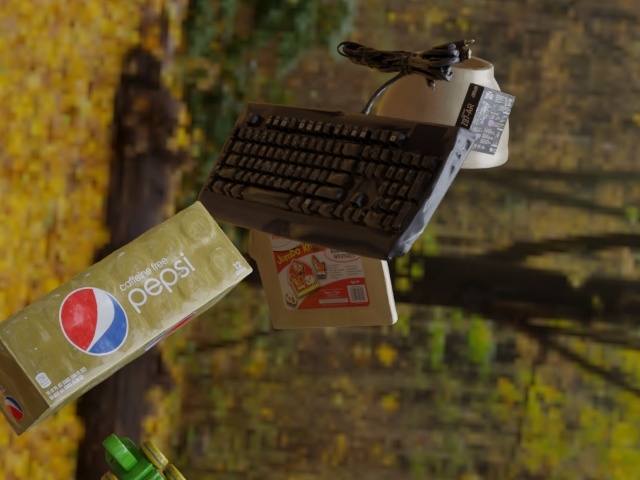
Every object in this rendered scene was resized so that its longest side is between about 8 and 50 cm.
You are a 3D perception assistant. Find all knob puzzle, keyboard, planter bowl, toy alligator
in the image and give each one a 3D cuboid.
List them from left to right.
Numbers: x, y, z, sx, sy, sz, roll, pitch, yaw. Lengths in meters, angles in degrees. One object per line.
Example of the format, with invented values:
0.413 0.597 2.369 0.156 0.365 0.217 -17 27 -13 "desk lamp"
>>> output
-0.148 0.231 1.527 0.189 0.056 0.051 54 -9 -34 "toy alligator"
0.000 0.000 1.867 0.030 0.213 0.213 -24 125 -50 "knob puzzle"
0.018 -0.089 1.378 0.317 0.033 0.201 13 -111 55 "keyboard"
0.144 -0.158 1.942 0.162 0.162 0.109 -89 -175 -73 "planter bowl"

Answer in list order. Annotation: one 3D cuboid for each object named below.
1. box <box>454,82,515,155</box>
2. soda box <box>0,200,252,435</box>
0.167 -0.124 1.728 0.083 0.018 0.067 3 107 -61 "box"
-0.132 0.047 1.064 0.181 0.061 0.058 -34 176 -39 "soda box"
